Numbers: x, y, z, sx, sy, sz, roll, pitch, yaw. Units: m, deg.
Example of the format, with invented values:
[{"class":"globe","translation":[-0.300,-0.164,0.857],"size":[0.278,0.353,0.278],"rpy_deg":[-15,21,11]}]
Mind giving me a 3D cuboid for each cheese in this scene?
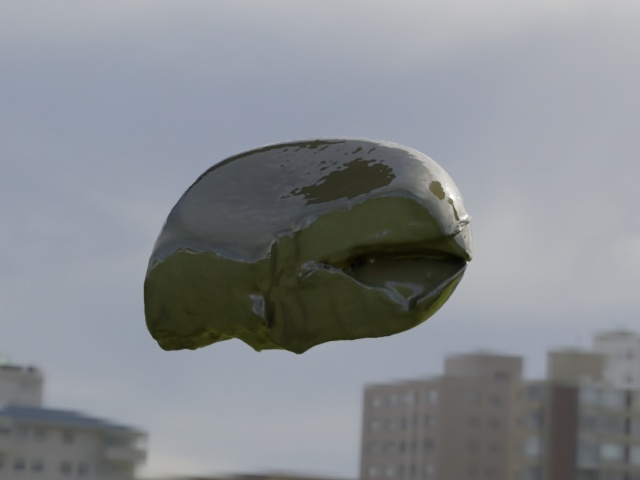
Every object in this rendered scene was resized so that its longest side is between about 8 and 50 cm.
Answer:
[{"class":"cheese","translation":[0.000,0.000,1.120],"size":[0.202,0.091,0.175],"rpy_deg":[-2,28,27]}]
